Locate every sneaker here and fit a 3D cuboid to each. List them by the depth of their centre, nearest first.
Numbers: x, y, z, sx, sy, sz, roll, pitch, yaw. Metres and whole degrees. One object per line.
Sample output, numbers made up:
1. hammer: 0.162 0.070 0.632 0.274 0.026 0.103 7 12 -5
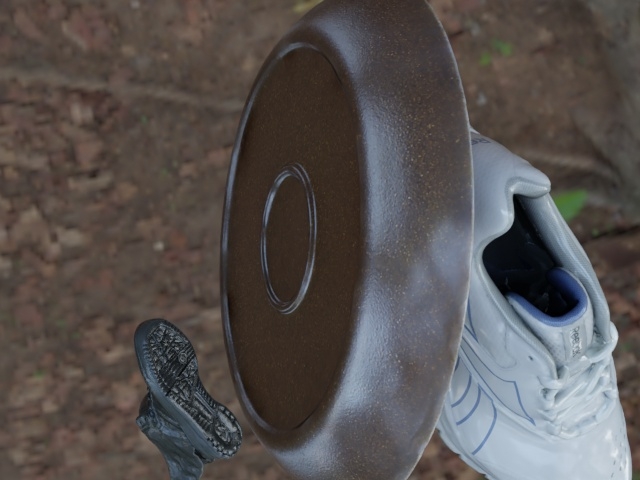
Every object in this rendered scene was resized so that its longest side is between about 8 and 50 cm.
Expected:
1. sneaker: 0.118 0.062 0.962 0.111 0.129 0.297 -39 122 -14
2. sneaker: -0.125 0.134 1.354 0.089 0.051 0.170 -4 128 43

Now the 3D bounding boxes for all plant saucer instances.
1. plant saucer: 0.000 0.000 0.952 0.050 0.310 0.310 3 142 -22
